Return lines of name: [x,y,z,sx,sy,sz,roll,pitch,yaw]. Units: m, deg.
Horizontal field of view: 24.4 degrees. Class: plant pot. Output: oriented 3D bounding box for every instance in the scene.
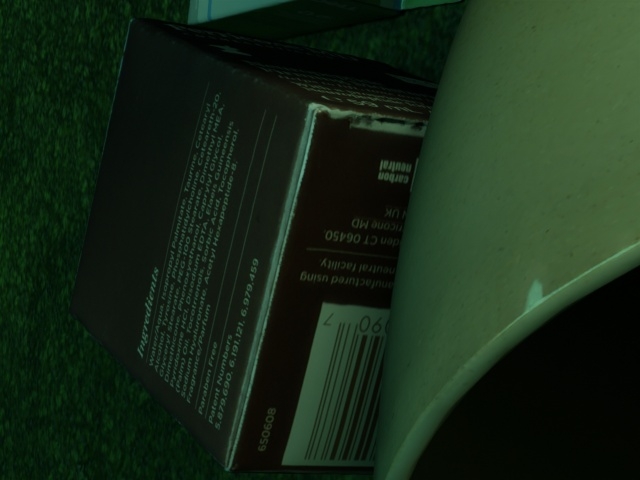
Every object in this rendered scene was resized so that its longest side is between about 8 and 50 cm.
plant pot: [0.133,-0.014,0.482,0.256,0.256,0.274,-57,24,36]

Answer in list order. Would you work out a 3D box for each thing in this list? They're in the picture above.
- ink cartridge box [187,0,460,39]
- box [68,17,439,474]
ink cartridge box: [0.001,-0.184,0.864,0.209,0.062,0.109,2,85,58]
box: [0.000,0.000,0.730,0.203,0.168,0.167,32,112,55]
